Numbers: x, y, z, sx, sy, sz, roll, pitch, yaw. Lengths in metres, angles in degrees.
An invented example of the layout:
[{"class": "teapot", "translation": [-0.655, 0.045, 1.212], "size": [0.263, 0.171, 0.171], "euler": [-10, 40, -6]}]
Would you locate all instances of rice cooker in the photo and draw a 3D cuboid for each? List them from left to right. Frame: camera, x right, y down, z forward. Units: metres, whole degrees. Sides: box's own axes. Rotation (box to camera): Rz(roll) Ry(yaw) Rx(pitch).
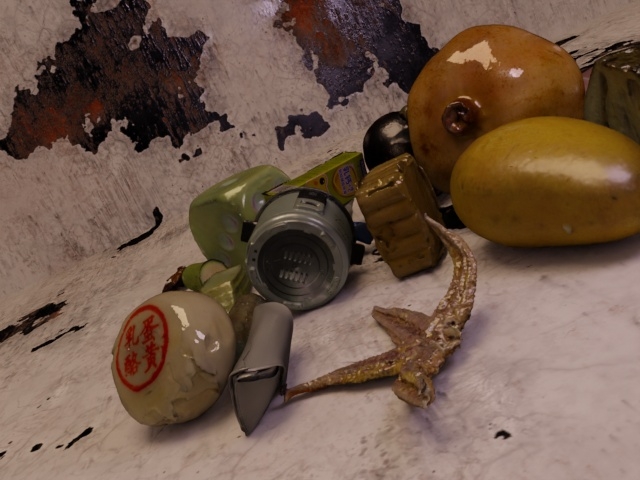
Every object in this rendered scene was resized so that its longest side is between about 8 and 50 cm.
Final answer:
[{"class": "rice cooker", "translation": [-0.042, 0.014, 1.641], "size": [0.280, 0.241, 0.227], "euler": [10, 22, 2]}]

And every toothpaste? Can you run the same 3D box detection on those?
[{"class": "toothpaste", "translation": [-0.004, -0.130, 1.947], "size": [0.077, 0.110, 0.327], "euler": [6, 28, 46]}]

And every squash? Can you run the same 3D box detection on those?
[{"class": "squash", "translation": [-0.334, 0.105, 2.107], "size": [0.095, 0.095, 0.188], "euler": [-33, 12, -28]}]

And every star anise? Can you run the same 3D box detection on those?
[{"class": "star anise", "translation": [-0.430, 0.120, 2.267], "size": [0.212, 0.053, 0.157], "euler": [-8, 22, 45]}]

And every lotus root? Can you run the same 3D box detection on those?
[{"class": "lotus root", "translation": [0.625, -0.245, 1.413], "size": [0.149, 0.260, 0.267], "euler": [-28, 15, -14]}]

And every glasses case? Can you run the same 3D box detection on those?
[{"class": "glasses case", "translation": [-0.095, 0.213, 1.288], "size": [0.083, 0.128, 0.308], "euler": [2, 17, 2]}]

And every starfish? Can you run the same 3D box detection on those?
[{"class": "starfish", "translation": [0.121, 0.139, 1.161], "size": [0.383, 0.132, 0.398], "euler": [-22, 28, 48]}]

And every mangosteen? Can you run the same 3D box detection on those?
[{"class": "mangosteen", "translation": [0.253, -0.245, 1.982], "size": [0.287, 0.288, 0.233], "euler": [-31, 17, -21]}]

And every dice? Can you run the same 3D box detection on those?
[{"class": "dice", "translation": [-0.210, -0.059, 2.145], "size": [0.252, 0.250, 0.254], "euler": [-13, 19, 41]}]

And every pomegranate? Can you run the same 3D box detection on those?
[{"class": "pomegranate", "translation": [0.391, -0.279, 1.686], "size": [0.416, 0.417, 0.417], "euler": [-23, 15, 6]}]

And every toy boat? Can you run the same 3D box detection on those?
[{"class": "toy boat", "translation": [-0.238, 0.127, 1.871], "size": [0.111, 0.084, 0.276], "euler": [-21, 14, 8]}]

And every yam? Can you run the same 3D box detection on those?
[{"class": "yam", "translation": [-0.161, 0.186, 1.519], "size": [0.093, 0.093, 0.259], "euler": [-21, 14, 14]}]

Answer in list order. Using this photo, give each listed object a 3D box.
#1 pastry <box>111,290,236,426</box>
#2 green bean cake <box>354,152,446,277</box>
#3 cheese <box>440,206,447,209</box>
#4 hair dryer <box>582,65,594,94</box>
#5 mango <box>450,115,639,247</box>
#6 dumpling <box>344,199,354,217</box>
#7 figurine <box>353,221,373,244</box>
[{"class": "pastry", "translation": [-0.268, 0.213, 1.347], "size": [0.264, 0.265, 0.133], "euler": [-14, -22, 35]}, {"class": "green bean cake", "translation": [0.173, -0.058, 1.576], "size": [0.131, 0.224, 0.230], "euler": [-23, 12, 22]}, {"class": "cheese", "translation": [0.208, -0.066, 1.794], "size": [0.244, 0.062, 0.155], "euler": [-12, 7, -41]}, {"class": "hair dryer", "translation": [0.798, -0.378, 1.945], "size": [0.210, 0.125, 0.352], "euler": [-32, 26, -31]}, {"class": "mango", "translation": [0.418, -0.101, 1.339], "size": [0.301, 0.221, 0.445], "euler": [-26, 18, -14]}, {"class": "dumpling", "translation": [0.030, -0.044, 2.003], "size": [0.169, 0.100, 0.134], "euler": [-24, 18, 0]}, {"class": "figurine", "translation": [0.008, -0.004, 1.851], "size": [0.262, 0.121, 0.164], "euler": [-12, 21, 43]}]
